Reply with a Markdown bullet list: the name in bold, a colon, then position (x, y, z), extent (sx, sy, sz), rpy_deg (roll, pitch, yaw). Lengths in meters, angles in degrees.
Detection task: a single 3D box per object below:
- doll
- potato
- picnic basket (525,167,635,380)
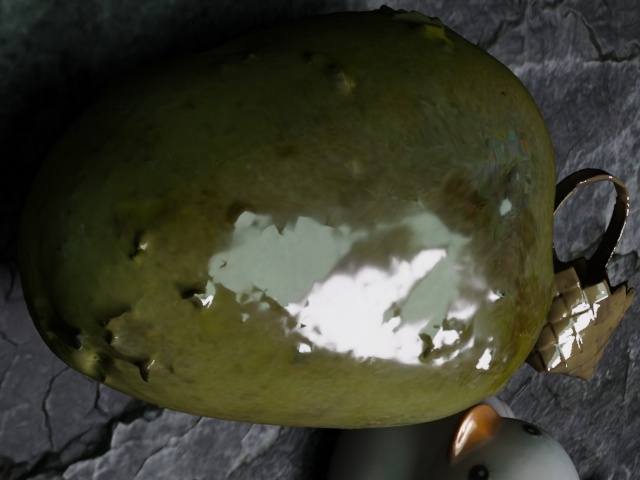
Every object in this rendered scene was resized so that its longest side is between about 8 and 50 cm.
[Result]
- **doll**: position (0.127, 0.223, 0.963), extent (0.221, 0.221, 0.251), rpy_deg (-34, 132, -31)
- **potato**: position (-0.004, -0.019, 0.690), extent (0.359, 0.219, 0.269), rpy_deg (5, 89, -41)
- **picnic basket**: position (0.210, 0.019, 1.002), extent (0.128, 0.138, 0.178), rpy_deg (5, 111, -47)
